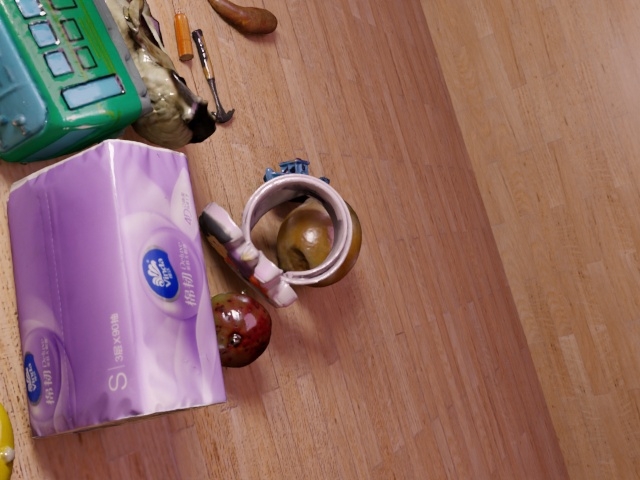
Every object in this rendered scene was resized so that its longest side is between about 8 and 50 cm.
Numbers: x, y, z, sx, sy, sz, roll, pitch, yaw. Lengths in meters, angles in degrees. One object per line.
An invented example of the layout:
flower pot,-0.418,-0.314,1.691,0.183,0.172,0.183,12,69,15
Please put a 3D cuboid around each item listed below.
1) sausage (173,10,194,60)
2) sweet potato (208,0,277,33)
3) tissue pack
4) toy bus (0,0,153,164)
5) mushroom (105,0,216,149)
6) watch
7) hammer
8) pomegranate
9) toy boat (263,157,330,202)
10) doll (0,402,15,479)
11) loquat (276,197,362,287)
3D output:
sausage,-0.273,-0.409,1.381,0.031,0.031,0.107,14,60,-57
sweet potato,-0.164,-0.516,1.609,0.255,0.058,0.078,-5,61,-58
tissue pack,-0.272,0.064,0.886,0.160,0.242,0.339,7,67,-55
toy bus,-0.400,-0.279,0.936,0.199,0.183,0.344,-37,104,-53
mushroom,-0.287,-0.285,1.110,0.344,0.129,0.247,60,-4,18
watch,-0.070,-0.022,1.265,0.244,0.231,0.196,47,-9,-3
hammer,-0.224,-0.338,1.430,0.078,0.021,0.201,-11,84,-61
pomegranate,-0.140,0.149,1.189,0.130,0.129,0.159,71,20,0
toy boat,-0.054,-0.134,1.518,0.223,0.100,0.097,2,81,-61
doll,-0.411,0.237,0.679,0.237,0.111,0.252,29,58,-49
loquat,0.000,0.000,1.465,0.179,0.179,0.227,62,34,-15
